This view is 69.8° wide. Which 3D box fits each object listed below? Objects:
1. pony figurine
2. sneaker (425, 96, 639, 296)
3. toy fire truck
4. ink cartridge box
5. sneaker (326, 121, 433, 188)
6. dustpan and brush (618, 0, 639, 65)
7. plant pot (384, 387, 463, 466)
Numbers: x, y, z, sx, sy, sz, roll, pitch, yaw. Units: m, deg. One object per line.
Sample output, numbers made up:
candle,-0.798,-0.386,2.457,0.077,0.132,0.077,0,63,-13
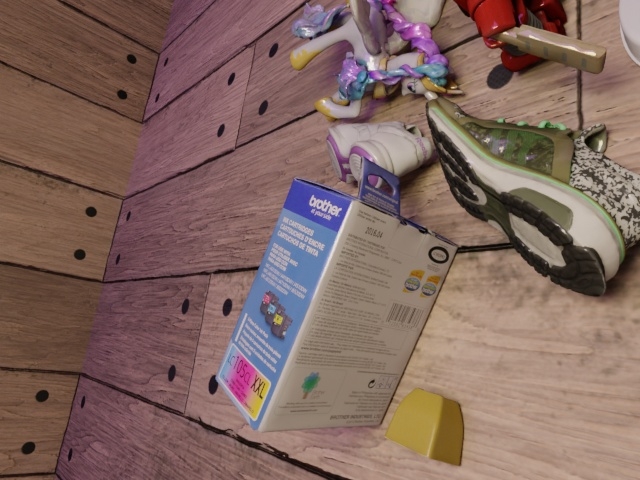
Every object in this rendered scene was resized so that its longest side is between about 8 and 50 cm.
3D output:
pony figurine,0.100,-0.402,0.887,0.363,0.303,0.351,7,113,47
sneaker,0.296,-0.106,0.642,0.182,0.158,0.410,-29,45,0
toy fire truck,0.290,-0.301,0.638,0.158,0.217,0.246,-22,70,42
ink cartridge box,0.044,0.078,0.713,0.151,0.270,0.395,29,97,47
sneaker,0.106,-0.173,0.893,0.152,0.114,0.305,-22,25,-9
dustpan and brush,0.437,-0.242,0.567,0.147,0.060,0.211,10,76,53
plant pot,0.157,0.263,0.661,0.081,0.081,0.083,4,68,50
